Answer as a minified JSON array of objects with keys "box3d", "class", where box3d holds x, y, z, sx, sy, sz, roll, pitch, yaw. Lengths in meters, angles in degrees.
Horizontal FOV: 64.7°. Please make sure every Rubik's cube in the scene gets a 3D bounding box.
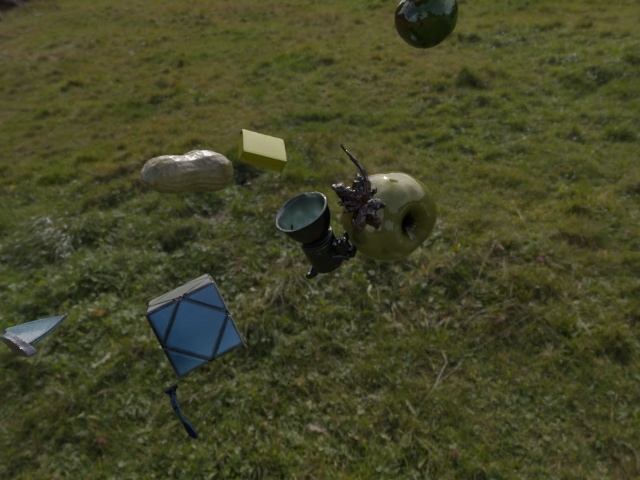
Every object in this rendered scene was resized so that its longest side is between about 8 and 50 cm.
[{"box3d":[-0.361,0.235,1.450,0.204,0.205,0.207,-27,9,-14],"class":"Rubik's cube"}]

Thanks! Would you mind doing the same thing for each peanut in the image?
[{"box3d":[-0.365,-0.188,1.385,0.256,0.124,0.123,-8,27,-32],"class":"peanut"}]

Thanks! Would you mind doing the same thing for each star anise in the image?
[{"box3d":[0.075,-0.106,1.036,0.097,0.191,0.070,-30,7,-13],"class":"star anise"}]

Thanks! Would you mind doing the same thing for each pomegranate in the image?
[{"box3d":[0.284,-0.652,1.406,0.181,0.224,0.182,-19,48,22],"class":"pomegranate"}]

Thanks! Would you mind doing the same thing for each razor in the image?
[{"box3d":[-0.372,0.466,1.355,0.044,0.155,0.028,-31,-6,13],"class":"razor"}]

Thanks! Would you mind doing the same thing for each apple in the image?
[{"box3d":[0.186,-0.074,1.418,0.262,0.263,0.262,-8,32,5],"class":"apple"}]

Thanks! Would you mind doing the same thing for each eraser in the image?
[{"box3d":[-0.156,-0.239,1.346,0.122,0.045,0.097,10,46,-24],"class":"eraser"}]

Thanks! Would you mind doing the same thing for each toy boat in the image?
[{"box3d":[-0.621,0.196,1.109,0.096,0.034,0.122,27,38,13],"class":"toy boat"}]

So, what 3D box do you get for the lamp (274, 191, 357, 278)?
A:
[{"box3d":[0.000,0.000,1.350,0.171,0.227,0.147,-6,44,28],"class":"lamp"}]
